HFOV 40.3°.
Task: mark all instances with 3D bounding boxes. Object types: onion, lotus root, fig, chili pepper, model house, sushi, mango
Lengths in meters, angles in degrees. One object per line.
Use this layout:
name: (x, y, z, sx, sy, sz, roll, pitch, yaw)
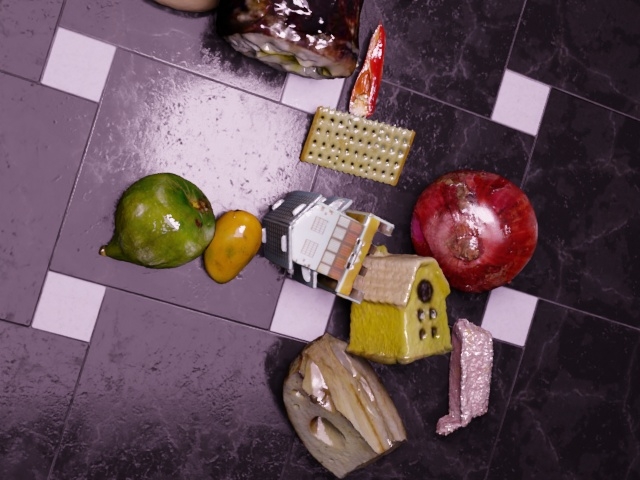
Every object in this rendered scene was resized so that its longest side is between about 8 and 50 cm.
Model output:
onion: (0.328, -0.021, 1.895, 0.276, 0.276, 0.276, -1, 93, -14)
lotus root: (0.036, 0.364, 1.906, 0.314, 0.142, 0.210, 58, 39, -3)
fig: (-0.344, -0.011, 1.782, 0.235, 0.203, 0.203, -40, 103, 22)
chili pepper: (0.105, -0.348, 1.924, 0.059, 0.050, 0.268, 13, 90, 27)
model house: (0.160, 0.131, 1.866, 0.174, 0.193, 0.234, -13, 100, -39)
model house: (0.000, 0.000, 1.830, 0.215, 0.224, 0.198, 26, 89, -18)
sushi: (-0.052, -0.498, 1.751, 0.299, 0.281, 0.294, 14, 91, -42)
mango: (-0.191, 0.010, 1.846, 0.111, 0.089, 0.163, 42, 94, -8)

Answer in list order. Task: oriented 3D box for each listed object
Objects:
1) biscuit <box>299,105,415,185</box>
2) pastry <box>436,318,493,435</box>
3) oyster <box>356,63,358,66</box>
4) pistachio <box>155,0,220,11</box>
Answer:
biscuit: (0.083, -0.208, 1.920, 0.231, 0.016, 0.139, 14, 110, -14)
pastry: (0.336, 0.315, 1.988, 0.112, 0.103, 0.265, 11, 93, -8)
oyster: (0.050, -0.425, 1.921, 0.080, 0.038, 0.083, 22, 62, -24)
pistachio: (-0.282, -0.532, 1.791, 0.185, 0.108, 0.126, 8, 132, -8)
